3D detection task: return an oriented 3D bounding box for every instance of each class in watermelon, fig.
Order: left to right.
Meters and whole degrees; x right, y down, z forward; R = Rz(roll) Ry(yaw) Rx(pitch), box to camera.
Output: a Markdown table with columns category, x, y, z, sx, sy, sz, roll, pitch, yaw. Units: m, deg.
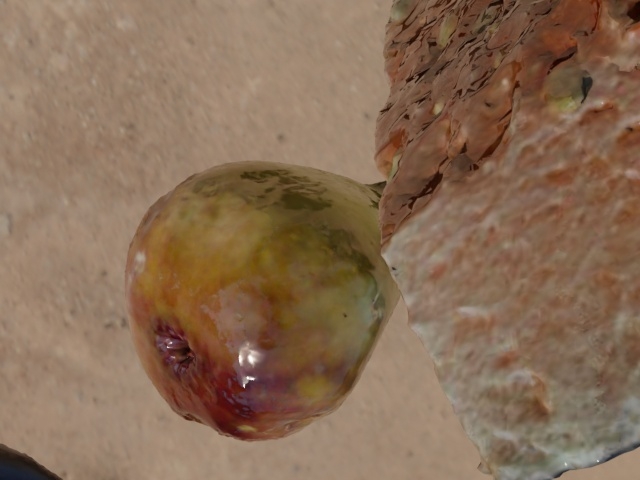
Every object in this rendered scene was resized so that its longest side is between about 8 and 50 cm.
| category | x | y | z | sx | sy | sz | roll | pitch | yaw |
| --- | --- | --- | --- | --- | --- | --- | --- | --- | --- |
| fig | 0.000 | 0.000 | 0.961 | 0.257 | 0.159 | 0.159 | -42 | 134 | -29 |
| watermelon | 0.095 | -0.037 | 0.428 | 0.193 | 0.256 | 0.140 | -31 | 103 | 32 |

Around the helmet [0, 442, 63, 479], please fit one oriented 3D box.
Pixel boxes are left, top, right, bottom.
| category | x | y | z | sx | sy | sz | roll | pitch | yaw |
| --- | --- | --- | --- | --- | --- | --- | --- | --- | --- |
| helmet | -0.094 | 0.133 | 0.434 | 0.106 | 0.155 | 0.175 | -49 | 153 | -1 |
